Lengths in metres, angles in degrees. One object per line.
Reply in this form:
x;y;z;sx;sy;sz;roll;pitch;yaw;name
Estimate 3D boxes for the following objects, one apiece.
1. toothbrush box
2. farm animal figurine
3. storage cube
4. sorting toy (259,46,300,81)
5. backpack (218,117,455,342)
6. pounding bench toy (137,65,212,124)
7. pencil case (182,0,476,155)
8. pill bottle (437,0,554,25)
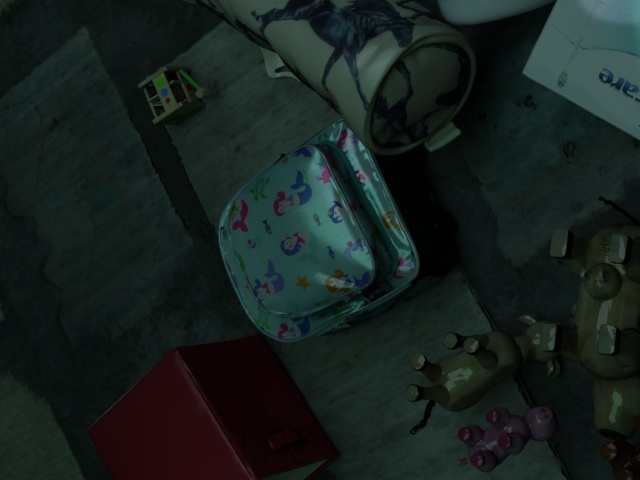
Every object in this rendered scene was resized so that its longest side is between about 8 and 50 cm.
0.376;-0.250;1.573;0.216;0.126;0.295;33;109;26;toothbrush box
0.286;0.121;1.646;0.330;0.172;0.327;24;94;37;farm animal figurine
-0.131;0.249;1.899;0.215;0.183;0.193;-44;69;28;storage cube
-0.041;-0.234;1.893;0.083;0.045;0.075;12;109;28;sorting toy
0.000;0.000;1.804;0.253;0.191;0.225;-32;78;35;backpack
-0.182;-0.196;1.976;0.083;0.052;0.065;-29;77;30;pounding bench toy
-0.009;-0.254;1.741;0.160;0.183;0.410;-48;60;-3;pencil case
0.169;-0.373;1.647;0.146;0.146;0.264;-6;107;33;pill bottle
